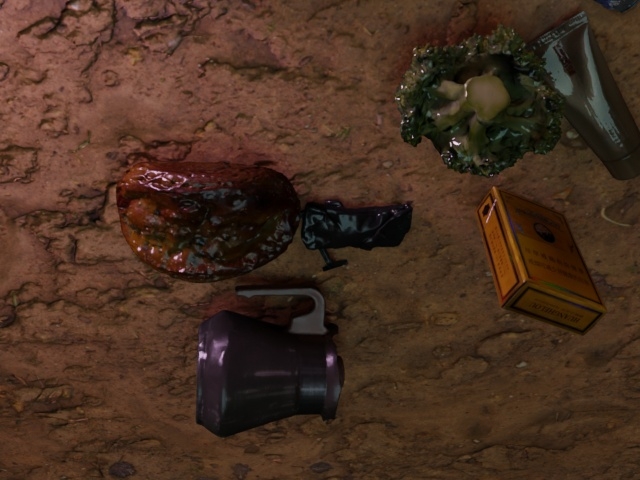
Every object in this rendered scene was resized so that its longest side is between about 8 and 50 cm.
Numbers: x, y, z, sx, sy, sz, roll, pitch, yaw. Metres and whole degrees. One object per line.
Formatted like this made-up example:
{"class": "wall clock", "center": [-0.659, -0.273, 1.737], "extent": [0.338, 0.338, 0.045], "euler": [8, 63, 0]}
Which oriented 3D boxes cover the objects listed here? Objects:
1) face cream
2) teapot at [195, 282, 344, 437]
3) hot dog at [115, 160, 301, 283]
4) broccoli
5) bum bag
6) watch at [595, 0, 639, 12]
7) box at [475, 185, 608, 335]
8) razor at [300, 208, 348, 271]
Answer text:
{"class": "face cream", "center": [0.515, -0.260, 1.212], "extent": [0.137, 0.084, 0.341], "euler": [-28, 118, 34]}
{"class": "teapot", "center": [-0.121, 0.290, 1.575], "extent": [0.361, 0.305, 0.377], "euler": [1, 101, -11]}
{"class": "hot dog", "center": [-0.234, -0.049, 1.334], "extent": [0.387, 0.174, 0.267], "euler": [2, 128, 1]}
{"class": "broccoli", "center": [0.279, -0.249, 1.134], "extent": [0.287, 0.236, 0.260], "euler": [-11, 153, 5]}
{"class": "bum bag", "center": [0.080, -0.029, 1.416], "extent": [0.248, 0.060, 0.123], "euler": [2, 124, -2]}
{"class": "watch", "center": [0.463, -0.525, 1.002], "extent": [0.274, 0.068, 0.276], "euler": [25, 126, -13]}
{"class": "box", "center": [0.440, 0.034, 1.304], "extent": [0.192, 0.302, 0.084], "euler": [20, 128, -15]}
{"class": "razor", "center": [0.000, 0.004, 1.464], "extent": [0.066, 0.033, 0.190], "euler": [-18, 127, 15]}
